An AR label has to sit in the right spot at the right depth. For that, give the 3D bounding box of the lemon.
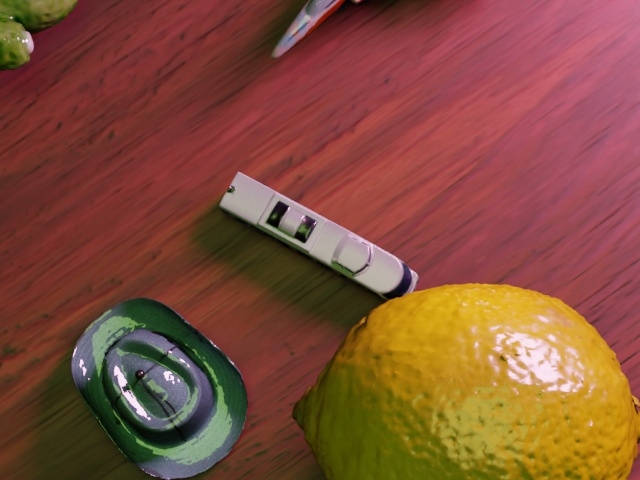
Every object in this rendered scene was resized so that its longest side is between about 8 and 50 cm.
[{"bbox_3d":[0.134,0.173,1.774,0.321,0.268,0.268,-6,78,4],"label":"lemon"}]

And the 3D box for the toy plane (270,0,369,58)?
[{"bbox_3d":[0.067,-0.293,1.953,0.223,0.104,0.326,43,88,11],"label":"toy plane"}]

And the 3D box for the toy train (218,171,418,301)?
[{"bbox_3d":[0.000,0.000,1.924,0.207,0.047,0.043,28,83,9],"label":"toy train"}]

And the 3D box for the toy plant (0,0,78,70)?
[{"bbox_3d":[-0.395,-0.260,1.943,0.315,0.184,0.224,-7,60,-9],"label":"toy plant"}]

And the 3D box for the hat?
[{"bbox_3d":[-0.160,0.139,1.888,0.191,0.078,0.138,44,86,10],"label":"hat"}]
